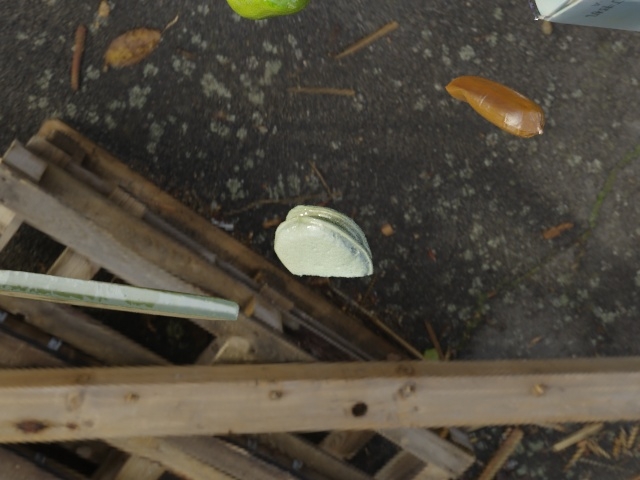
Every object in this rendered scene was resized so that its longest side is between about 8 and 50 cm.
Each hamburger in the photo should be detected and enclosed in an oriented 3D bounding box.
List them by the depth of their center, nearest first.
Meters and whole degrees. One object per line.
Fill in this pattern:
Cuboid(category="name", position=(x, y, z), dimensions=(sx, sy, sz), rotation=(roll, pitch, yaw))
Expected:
Cuboid(category="hamburger", position=(0.002, -0.003, 0.907), dimensions=(0.121, 0.054, 0.084), rotation=(9, 138, 36))

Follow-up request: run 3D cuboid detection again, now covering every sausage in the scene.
Cuboid(category="sausage", position=(0.249, -0.194, 1.153), dimensions=(0.062, 0.183, 0.054), rotation=(6, 117, -41))

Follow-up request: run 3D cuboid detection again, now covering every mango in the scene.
Cuboid(category="mango", position=(-0.069, -0.362, 1.188), dimensions=(0.117, 0.163, 0.089), rotation=(-12, 116, -36))

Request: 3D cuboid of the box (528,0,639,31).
Cuboid(category="box", position=(0.187, -0.275, 0.566), dimensions=(0.135, 0.269, 0.079), rotation=(-4, 162, -29))

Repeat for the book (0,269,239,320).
Cuboid(category="book", position=(-0.325, 0.082, 1.187), dimensions=(0.352, 0.239, 0.035), rotation=(11, 80, -30))
